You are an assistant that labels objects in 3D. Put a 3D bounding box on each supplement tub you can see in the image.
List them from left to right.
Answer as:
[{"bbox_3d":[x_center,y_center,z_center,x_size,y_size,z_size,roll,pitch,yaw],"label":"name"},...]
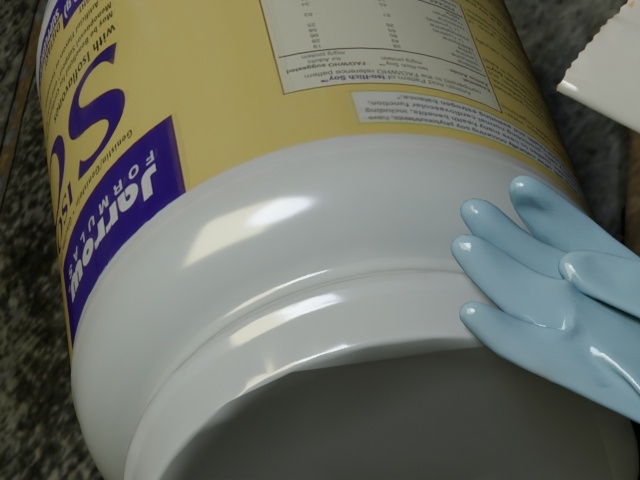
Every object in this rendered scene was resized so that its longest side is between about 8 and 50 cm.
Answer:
[{"bbox_3d":[0.000,0.000,0.895,0.241,0.241,0.331,-38,39,20],"label":"supplement tub"}]

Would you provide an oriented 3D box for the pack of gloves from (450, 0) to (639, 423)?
[{"bbox_3d":[0.173,0.021,0.747,0.232,0.046,0.195,33,60,15],"label":"pack of gloves"}]
